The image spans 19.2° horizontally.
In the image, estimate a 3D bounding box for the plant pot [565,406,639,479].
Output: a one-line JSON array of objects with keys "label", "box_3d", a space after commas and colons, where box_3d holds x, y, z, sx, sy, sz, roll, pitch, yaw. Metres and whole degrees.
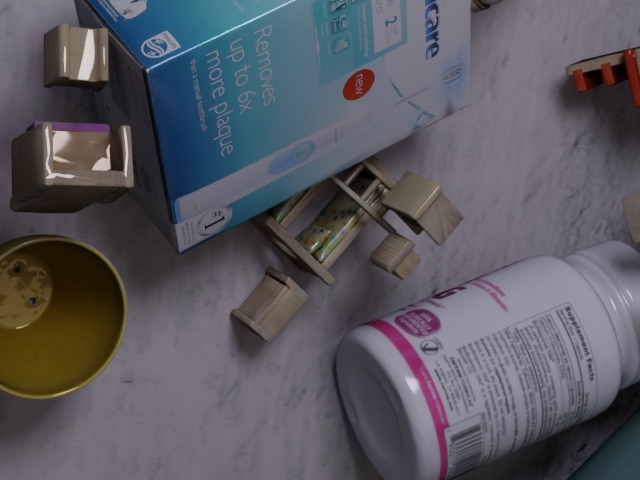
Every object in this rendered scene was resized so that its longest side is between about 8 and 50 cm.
[{"label": "plant pot", "box_3d": [0.364, 0.296, 1.796, 0.334, 0.341, 0.341, -39, 118, -5]}]

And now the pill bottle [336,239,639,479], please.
[{"label": "pill bottle", "box_3d": [0.172, 0.108, 1.724, 0.283, 0.160, 0.160, -21, 112, -21]}]

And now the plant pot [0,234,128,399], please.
[{"label": "plant pot", "box_3d": [-0.236, 0.051, 1.537, 0.134, 0.095, 0.134, -8, 108, -25]}]

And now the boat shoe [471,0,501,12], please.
[{"label": "boat shoe", "box_3d": [0.131, -0.345, 1.566, 0.103, 0.113, 0.302, -10, 99, 19]}]

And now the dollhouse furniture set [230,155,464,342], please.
[{"label": "dollhouse furniture set", "box_3d": [0.000, 0.000, 1.606, 0.182, 0.161, 0.101, -50, 119, -8]}]

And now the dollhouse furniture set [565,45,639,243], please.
[{"label": "dollhouse furniture set", "box_3d": [0.329, -0.056, 1.736, 0.262, 0.135, 0.259, -26, 101, -65]}]

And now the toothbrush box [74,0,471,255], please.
[{"label": "toothbrush box", "box_3d": [-0.030, -0.155, 1.524, 0.295, 0.126, 0.216, -28, 143, -19]}]

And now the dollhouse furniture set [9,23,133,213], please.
[{"label": "dollhouse furniture set", "box_3d": [-0.311, -0.171, 1.428, 0.286, 0.198, 0.303, 1, 81, -25]}]
